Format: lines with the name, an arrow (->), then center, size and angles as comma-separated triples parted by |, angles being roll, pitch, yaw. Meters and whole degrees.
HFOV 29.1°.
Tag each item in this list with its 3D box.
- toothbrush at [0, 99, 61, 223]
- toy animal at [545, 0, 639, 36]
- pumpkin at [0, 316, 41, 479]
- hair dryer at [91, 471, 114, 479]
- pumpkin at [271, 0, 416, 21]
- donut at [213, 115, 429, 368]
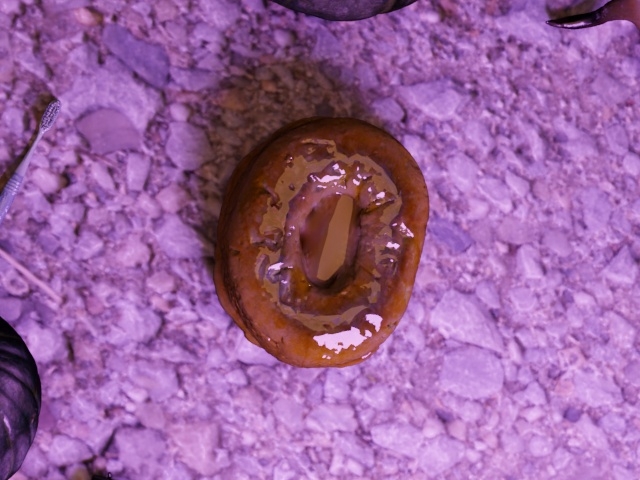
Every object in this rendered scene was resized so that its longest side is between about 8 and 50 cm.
toothbrush -> -0.317, -0.047, 1.256 | 0.016, 0.019, 0.219 | 28, 85, -13
toy animal -> 0.346, -0.267, 1.320 | 0.197, 0.160, 0.272 | -6, 83, -8
pumpkin -> -0.379, 0.140, 1.141 | 0.250, 0.250, 0.216 | 39, 126, -7
hair dryer -> -0.315, 0.311, 1.184 | 0.271, 0.091, 0.235 | 27, 76, -32
pumpkin -> 0.022, -0.367, 1.224 | 0.300, 0.207, 0.300 | 2, 84, -18
donut -> 0.000, 0.000, 1.256 | 0.208, 0.128, 0.261 | 9, 86, -9
